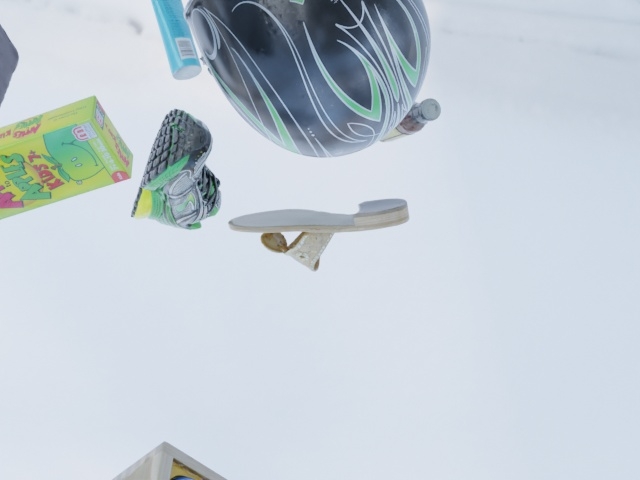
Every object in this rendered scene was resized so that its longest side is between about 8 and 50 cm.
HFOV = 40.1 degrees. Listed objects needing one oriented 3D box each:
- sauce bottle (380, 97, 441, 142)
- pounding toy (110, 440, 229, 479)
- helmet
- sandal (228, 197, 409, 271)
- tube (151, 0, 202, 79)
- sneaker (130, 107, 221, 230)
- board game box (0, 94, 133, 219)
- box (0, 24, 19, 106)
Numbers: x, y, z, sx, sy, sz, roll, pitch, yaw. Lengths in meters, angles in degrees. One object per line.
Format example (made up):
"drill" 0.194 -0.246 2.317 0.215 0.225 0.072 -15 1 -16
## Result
"sauce bottle" 0.104 -0.146 1.055 0.042 0.042 0.128 40 163 -17
"pounding toy" -0.084 0.236 0.625 0.100 0.141 0.130 -39 118 24
"helmet" 0.000 -0.140 0.628 0.161 0.169 0.169 49 131 -7
"sandal" -0.002 0.002 1.122 0.239 0.088 0.079 -6 106 17
"tube" -0.257 -0.381 1.521 0.052 0.080 0.207 -23 76 26
"sneaker" -0.228 -0.114 1.506 0.146 0.134 0.343 17 160 -12
"board game box" -0.311 -0.087 0.971 0.181 0.043 0.092 -16 136 9
"box" -0.296 -0.116 0.456 0.166 0.169 0.203 -16 129 10
